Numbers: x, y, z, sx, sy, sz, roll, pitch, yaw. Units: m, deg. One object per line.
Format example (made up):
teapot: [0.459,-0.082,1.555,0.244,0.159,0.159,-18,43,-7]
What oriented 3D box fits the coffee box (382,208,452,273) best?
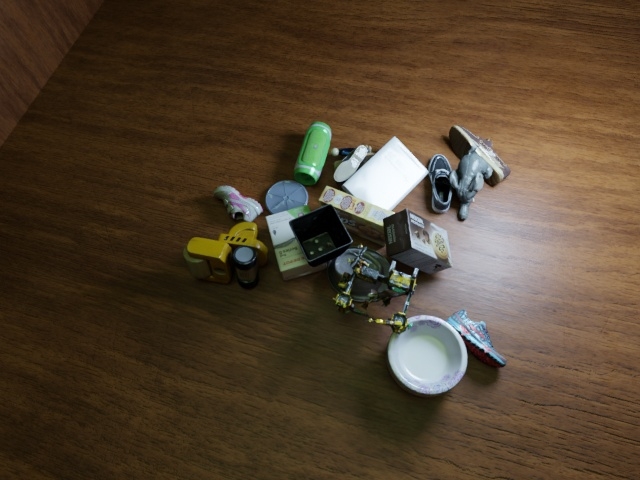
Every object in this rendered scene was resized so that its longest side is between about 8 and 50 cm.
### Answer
coffee box: [0.390,0.010,1.717,0.118,0.297,0.168,-24,56,39]

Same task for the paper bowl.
paper bowl: [0.386,0.433,1.600,0.283,0.148,0.285,-2,65,4]

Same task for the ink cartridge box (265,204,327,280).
ink cartridge box: [-0.104,0.009,1.855,0.198,0.115,0.273,-17,65,-4]

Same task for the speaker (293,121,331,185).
speaker: [-0.035,-0.414,2.043,0.131,0.131,0.297,11,66,9]

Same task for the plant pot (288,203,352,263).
plant pot: [0.000,0.000,1.699,0.188,0.167,0.188,-24,67,-9]

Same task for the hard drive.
hard drive: [0.296,-0.276,1.956,0.233,0.047,0.353,46,74,-1]

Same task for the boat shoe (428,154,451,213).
boat shoe: [0.545,-0.276,1.944,0.108,0.102,0.302,5,66,7]

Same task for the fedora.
fedora: [0.163,0.119,1.777,0.275,0.124,0.244,17,68,12]

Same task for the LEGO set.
LEGO set: [0.206,0.176,1.562,0.331,0.192,0.255,26,68,19]

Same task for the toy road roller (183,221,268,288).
toy road roller: [-0.385,0.042,1.823,0.329,0.203,0.241,8,54,3]

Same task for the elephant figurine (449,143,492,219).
elephant figurine: [0.645,-0.250,1.875,0.186,0.169,0.240,36,61,-8]

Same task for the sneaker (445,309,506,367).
sneaker: [0.609,0.365,1.640,0.125,0.104,0.262,-42,69,-17]

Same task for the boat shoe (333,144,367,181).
boat shoe: [0.131,-0.345,1.956,0.075,0.065,0.206,43,83,-15]

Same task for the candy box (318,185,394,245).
candy box: [0.153,-0.103,1.850,0.316,0.183,0.088,24,68,15]

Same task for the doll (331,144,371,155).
doll: [0.140,-0.424,2.051,0.188,0.046,0.129,-9,23,-16]

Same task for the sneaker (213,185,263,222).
sneaker: [-0.393,-0.161,1.965,0.252,0.103,0.111,27,68,16]

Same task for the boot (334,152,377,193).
boot: [0.192,-0.290,2.006,0.248,0.090,0.207,-13,77,-3]

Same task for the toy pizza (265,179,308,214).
toy pizza: [-0.157,-0.189,1.998,0.201,0.032,0.202,-2,66,4]

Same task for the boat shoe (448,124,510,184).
boat shoe: [0.739,-0.412,1.992,0.123,0.123,0.342,-31,70,-19]
